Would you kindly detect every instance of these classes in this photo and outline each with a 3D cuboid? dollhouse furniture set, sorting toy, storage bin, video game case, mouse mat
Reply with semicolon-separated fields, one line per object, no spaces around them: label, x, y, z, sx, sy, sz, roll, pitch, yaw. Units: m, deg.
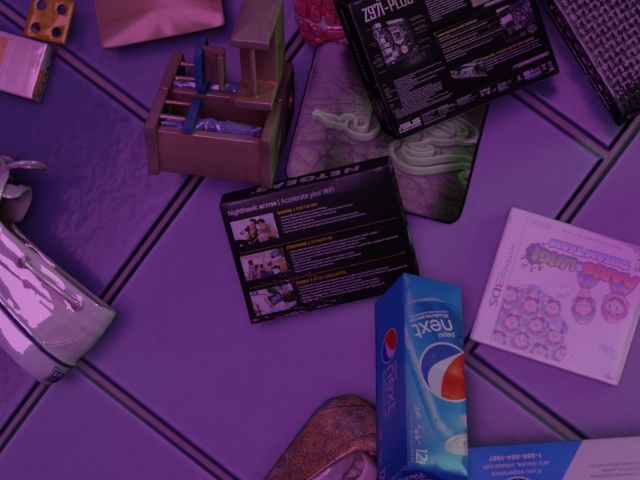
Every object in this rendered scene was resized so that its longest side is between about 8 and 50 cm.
dollhouse furniture set;-0.099;-0.168;1.751;0.129;0.184;0.129;7;44;7
sorting toy;-0.180;-0.271;1.854;0.274;0.046;0.132;-10;85;6
storage bin;0.286;-0.215;1.753;0.084;0.122;0.180;-30;83;5
video game case;0.246;0.056;1.790;0.157;0.019;0.143;18;88;8
mouse mat;0.070;-0.111;1.809;0.189;0.007;0.153;14;88;-6

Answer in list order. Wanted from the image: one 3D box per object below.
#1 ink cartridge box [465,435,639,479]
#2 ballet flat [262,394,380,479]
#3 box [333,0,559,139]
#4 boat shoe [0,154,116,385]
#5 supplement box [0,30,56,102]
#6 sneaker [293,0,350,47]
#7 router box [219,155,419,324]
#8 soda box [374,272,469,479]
ink cartridge box;0.255;0.352;1.673;0.223;0.129;0.307;-4;68;6
ballet flat;-0.044;0.310;1.751;0.123;0.123;0.348;39;88;8
box;0.124;-0.203;1.757;0.180;0.077;0.147;-24;106;-5
boat shoe;-0.344;-0.035;1.815;0.156;0.136;0.367;-42;85;3
supplement box;-0.337;-0.189;1.873;0.098;0.036;0.062;17;88;8
sneaker;0.044;-0.339;1.804;0.120;0.112;0.299;10;103;-13
router box;0.000;0.000;1.791;0.179;0.046;0.133;-13;106;6
soda box;0.097;0.143;1.723;0.067;0.071;0.210;12;56;-20
